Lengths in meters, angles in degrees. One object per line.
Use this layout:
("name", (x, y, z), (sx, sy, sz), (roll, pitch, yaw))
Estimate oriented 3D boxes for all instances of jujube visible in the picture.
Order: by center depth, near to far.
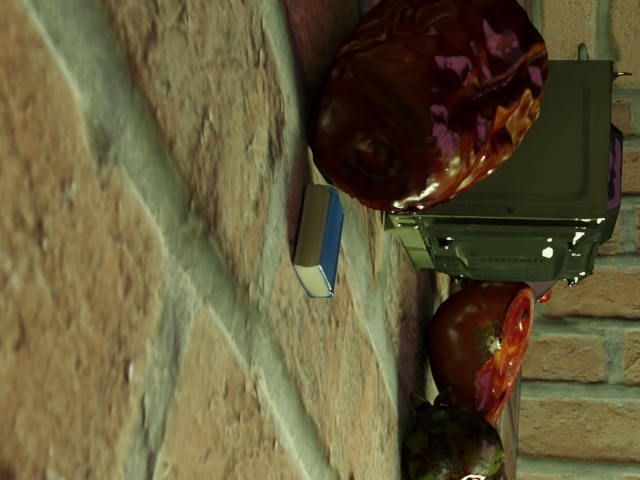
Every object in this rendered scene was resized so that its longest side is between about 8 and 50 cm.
("jujube", (0.103, -0.145, 1.122), (0.342, 0.216, 0.216), (-44, 135, -54))

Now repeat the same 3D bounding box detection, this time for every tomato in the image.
("tomato", (0.227, 0.161, 1.718), (0.233, 0.139, 0.200), (-63, 152, -16))

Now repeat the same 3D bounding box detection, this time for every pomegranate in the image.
("pomegranate", (0.181, 0.282, 1.554), (0.169, 0.148, 0.148), (-83, 166, -50))

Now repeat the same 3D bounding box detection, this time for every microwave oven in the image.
("microwave oven", (0.233, -0.068, 1.448), (0.355, 0.286, 0.219), (52, 42, -75))

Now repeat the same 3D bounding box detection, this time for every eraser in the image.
("eraser", (0.000, 0.000, 1.017), (0.063, 0.027, 0.085), (65, 29, -58))

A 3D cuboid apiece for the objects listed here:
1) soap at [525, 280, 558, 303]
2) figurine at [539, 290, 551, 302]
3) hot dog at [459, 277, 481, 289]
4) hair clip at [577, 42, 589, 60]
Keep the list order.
("soap", (0.335, 0.011, 1.962), (0.259, 0.081, 0.181), (-35, 96, -49))
("figurine", (0.390, 0.004, 2.238), (0.186, 0.176, 0.287), (-37, 140, -37))
("hot dog", (0.241, 0.024, 1.775), (0.073, 0.084, 0.243), (-81, 153, -60))
("hair clip", (0.405, -0.256, 2.221), (0.318, 0.238, 0.392), (28, 64, -72))
